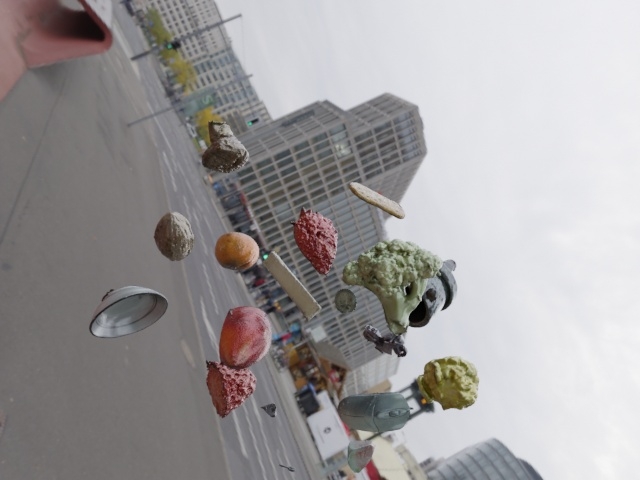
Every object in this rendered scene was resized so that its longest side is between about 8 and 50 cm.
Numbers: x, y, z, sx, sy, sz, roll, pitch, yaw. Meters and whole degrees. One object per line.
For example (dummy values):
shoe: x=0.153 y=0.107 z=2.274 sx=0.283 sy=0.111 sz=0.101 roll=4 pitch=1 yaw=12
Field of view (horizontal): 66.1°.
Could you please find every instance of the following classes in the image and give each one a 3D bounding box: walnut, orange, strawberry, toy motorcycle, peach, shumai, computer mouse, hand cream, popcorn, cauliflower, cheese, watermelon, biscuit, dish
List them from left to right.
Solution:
dish: x=-0.787 y=0.270 z=1.994 sx=0.106 sy=0.316 sz=0.316 roll=57 pitch=-10 yaw=26
walnut: x=-0.638 y=-0.025 z=2.148 sx=0.178 sy=0.178 sz=0.231 roll=-123 pitch=-151 yaw=-45
shumai: x=-0.354 y=-0.353 z=1.816 sx=0.205 sy=0.166 sz=0.176 roll=-17 pitch=-111 yaw=54
strawberry: x=-0.354 y=0.572 z=1.966 sx=0.233 sy=0.177 sz=0.234 roll=21 pitch=-65 yaw=55
orange: x=-0.406 y=0.059 z=2.392 sx=0.224 sy=0.223 sz=0.170 roll=82 pitch=15 yaw=-67
peach: x=-0.237 y=0.297 z=1.570 sx=0.267 sy=0.158 sz=0.154 roll=-68 pitch=153 yaw=-79
hand cream: x=-0.231 y=0.771 z=2.250 sx=0.163 sy=0.062 sz=0.039 roll=81 pitch=-4 yaw=-56
cheese: x=-0.132 y=0.191 z=2.154 sx=0.400 sy=0.085 sz=0.034 roll=48 pitch=4 yaw=36
strawberry: x=-0.011 y=-0.002 z=1.622 sx=0.174 sy=0.098 sz=0.228 roll=31 pitch=32 yaw=-27
watermelon: x=0.132 y=0.730 z=1.676 sx=0.081 sy=0.094 sz=0.180 roll=-84 pitch=-177 yaw=-47
computer mouse: x=0.162 y=0.509 z=1.454 sx=0.068 sy=0.228 sz=0.113 roll=-22 pitch=108 yaw=-82
biscuit: x=0.216 y=-0.153 z=1.843 sx=0.247 sy=0.029 sz=0.118 roll=25 pitch=29 yaw=-14
toy motorcycle: x=0.282 y=0.432 z=2.143 sx=0.215 sy=0.080 sz=0.123 roll=23 pitch=-47 yaw=24
cauliflower: x=0.237 y=0.124 z=1.573 sx=0.260 sy=0.326 sz=0.281 roll=61 pitch=14 yaw=-54
popcorn: x=0.444 y=0.503 z=1.729 sx=0.216 sy=0.234 sz=0.181 roll=-23 pitch=-121 yaw=46

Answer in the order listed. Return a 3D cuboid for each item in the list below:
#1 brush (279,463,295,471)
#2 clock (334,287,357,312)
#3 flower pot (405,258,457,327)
brush: x=-0.152 y=1.047 z=2.267 sx=0.024 sy=0.083 sz=0.008 roll=-78 pitch=-164 yaw=-45
clock: x=0.083 y=0.200 z=1.635 sx=0.010 sy=0.074 sz=0.084 roll=-30 pitch=108 yaw=-86
flower pot: x=0.448 y=0.194 z=2.154 sx=0.299 sy=0.282 sz=0.299 roll=27 pitch=-46 yaw=33
